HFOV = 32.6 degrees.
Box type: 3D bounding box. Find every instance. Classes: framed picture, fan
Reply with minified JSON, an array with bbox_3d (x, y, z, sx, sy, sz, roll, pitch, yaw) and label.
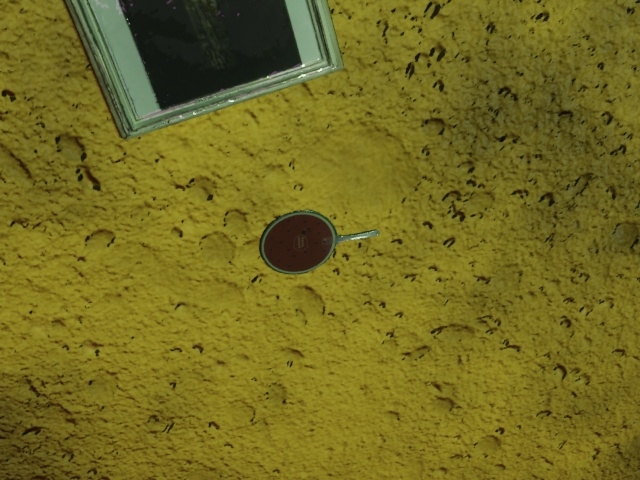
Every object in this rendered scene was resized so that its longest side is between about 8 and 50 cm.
[{"bbox_3d":[-0.115,-0.238,0.967,0.231,0.018,0.293,-19,128,-1],"label":"framed picture"},{"bbox_3d":[0.000,0.000,1.184,0.133,0.005,0.085,-6,126,-10],"label":"fan"}]
